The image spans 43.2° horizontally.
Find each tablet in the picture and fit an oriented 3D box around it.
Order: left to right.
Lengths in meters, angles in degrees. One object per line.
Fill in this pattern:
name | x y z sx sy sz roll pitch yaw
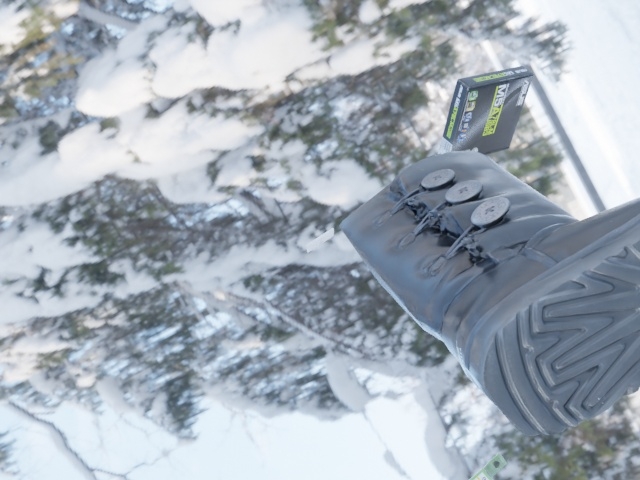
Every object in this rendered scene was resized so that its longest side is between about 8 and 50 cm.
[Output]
tablet | 0.000 0.000 2.088 0.006 0.083 0.054 54 168 18

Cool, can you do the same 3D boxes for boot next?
boot | 0.238 -0.012 0.807 0.445 0.367 0.146 -131 21 -75

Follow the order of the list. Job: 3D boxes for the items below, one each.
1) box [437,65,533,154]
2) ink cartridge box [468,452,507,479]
box | 0.346 -0.263 1.705 0.045 0.184 0.190 51 143 39
ink cartridge box | 0.393 0.627 1.993 0.062 0.209 0.109 46 177 38
